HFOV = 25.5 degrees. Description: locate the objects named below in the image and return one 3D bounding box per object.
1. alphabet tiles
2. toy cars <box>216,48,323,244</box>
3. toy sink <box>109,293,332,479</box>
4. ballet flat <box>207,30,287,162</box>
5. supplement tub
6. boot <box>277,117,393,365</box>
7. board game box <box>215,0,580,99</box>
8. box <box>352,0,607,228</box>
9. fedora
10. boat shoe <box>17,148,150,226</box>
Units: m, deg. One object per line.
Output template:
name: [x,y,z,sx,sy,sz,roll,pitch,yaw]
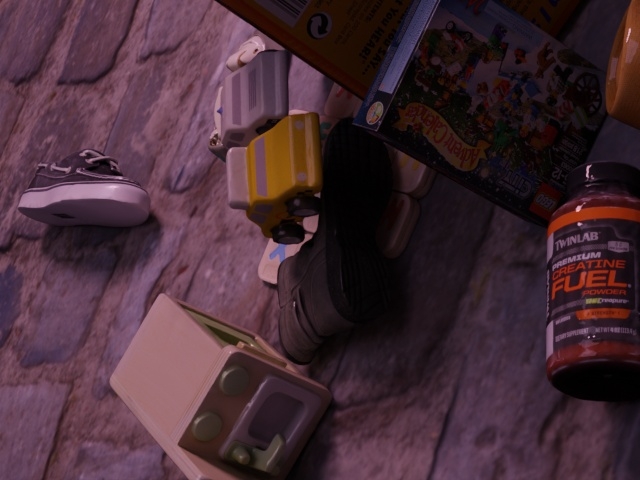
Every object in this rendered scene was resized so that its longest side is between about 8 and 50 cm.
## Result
alphabet tiles: [0.022,-0.070,1.617,0.284,0.021,0.278,17,83,53]
toy cars: [-0.070,-0.106,1.544,0.394,0.087,0.176,-113,26,-64]
toy sink: [-0.093,0.171,1.506,0.131,0.152,0.234,-59,37,5]
ballet flat: [-0.093,-0.197,1.786,0.072,0.068,0.213,-7,64,47]
supplement tub: [0.247,0.033,1.226,0.106,0.106,0.198,-21,54,41]
boot: [0.000,0.000,1.532,0.161,0.083,0.247,-33,48,50]
board game box: [0.046,-0.358,1.464,0.356,0.356,0.356,-56,38,5]
box: [0.159,-0.128,1.317,0.044,0.233,0.159,24,88,57]
fedora: [0.294,-0.156,1.228,0.194,0.079,0.194,15,-90,-86]
boat shoe: [-0.321,-0.079,1.963,0.301,0.108,0.102,-2,69,57]
